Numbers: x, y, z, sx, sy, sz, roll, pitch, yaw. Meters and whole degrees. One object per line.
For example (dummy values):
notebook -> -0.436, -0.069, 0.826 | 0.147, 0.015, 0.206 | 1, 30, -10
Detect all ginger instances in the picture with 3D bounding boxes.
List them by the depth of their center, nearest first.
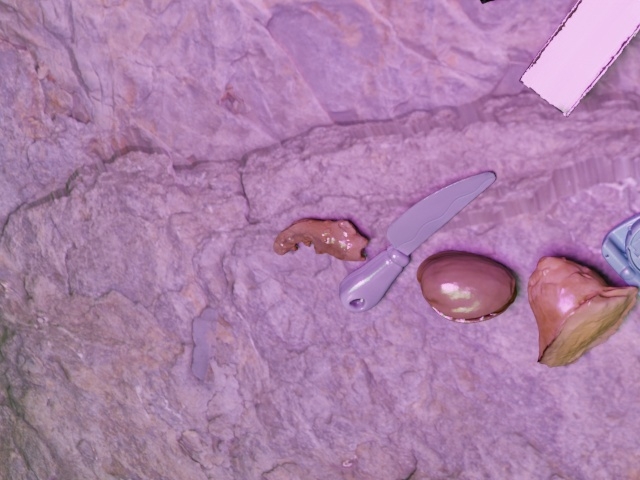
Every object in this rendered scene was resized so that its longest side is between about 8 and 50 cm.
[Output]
ginger -> 0.345, 0.106, 1.039 | 0.123, 0.115, 0.193 | 52, 148, 32
ginger -> -0.002, -0.003, 1.189 | 0.173, 0.051, 0.070 | 7, 121, 32

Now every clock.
clock -> 0.457, 0.003, 0.950 | 0.108, 0.045, 0.147 | 46, 125, 0

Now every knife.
knife -> 0.133, -0.002, 1.109 | 0.080, 0.044, 0.331 | 25, 126, -23

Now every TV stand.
TV stand -> 0.352, -0.282, 0.845 | 0.082, 0.088, 0.269 | 40, 125, 7

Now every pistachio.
pistachio -> 0.217, 0.069, 1.078 | 0.149, 0.113, 0.113 | 3, 115, 10

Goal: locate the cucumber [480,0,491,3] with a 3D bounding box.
cucumber -> 0.271, -0.352, 0.877 | 0.187, 0.058, 0.058 | -25, 100, 34
